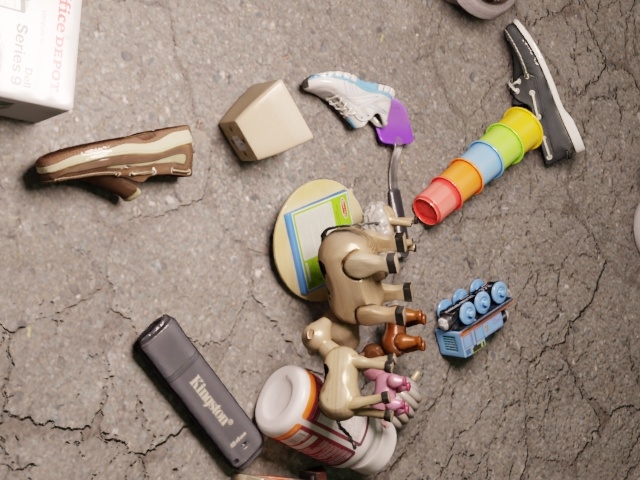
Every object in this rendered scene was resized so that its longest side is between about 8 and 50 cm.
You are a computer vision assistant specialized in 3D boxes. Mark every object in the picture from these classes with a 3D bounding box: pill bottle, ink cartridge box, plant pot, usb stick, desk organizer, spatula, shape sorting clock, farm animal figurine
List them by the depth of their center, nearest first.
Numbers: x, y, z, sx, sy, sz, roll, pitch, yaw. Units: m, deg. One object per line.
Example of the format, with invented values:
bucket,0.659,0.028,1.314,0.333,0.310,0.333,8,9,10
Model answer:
ink cartridge box,-0.472,-0.291,1.426,0.289,0.121,0.211,9,81,-37
usb stick,-0.182,0.235,1.652,0.077,0.045,0.278,-47,114,-32
farm animal figurine,0.054,0.122,1.724,0.330,0.172,0.327,-40,128,-69
plant pot,-0.096,-0.184,1.725,0.096,0.109,0.109,-36,108,-21
pill bottle,0.012,0.297,1.749,0.221,0.121,0.121,32,67,-32
desk organizer,0.004,0.441,1.778,0.050,0.047,0.130,-6,90,-40
shape sorting clock,0.000,0.000,1.816,0.206,0.040,0.206,-5,99,-37
spatula,0.136,-0.115,1.939,0.084,0.030,0.297,-3,88,-35

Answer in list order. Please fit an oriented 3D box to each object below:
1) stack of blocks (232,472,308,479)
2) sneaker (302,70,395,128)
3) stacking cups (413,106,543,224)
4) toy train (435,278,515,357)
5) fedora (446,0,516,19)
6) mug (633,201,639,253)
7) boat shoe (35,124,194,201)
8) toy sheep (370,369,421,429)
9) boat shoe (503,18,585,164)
stack of blocks,-0.064,0.525,1.691,0.171,0.087,0.297,14,77,-36
sneaker,0.051,-0.238,1.857,0.190,0.071,0.083,9,80,-34
stacking cups,0.290,-0.138,2.037,0.316,0.096,0.096,-37,108,-28
toy train,0.288,0.142,2.009,0.184,0.080,0.105,-27,111,-38
fedora,0.278,-0.554,2.029,0.243,0.124,0.276,-34,115,-32
mug,0.828,-0.072,2.284,0.276,0.328,0.374,-48,113,-31
boat shoe,-0.288,-0.103,1.573,0.257,0.095,0.095,-17,102,-38
toy sheep,0.130,0.276,1.866,0.091,0.091,0.132,44,80,-26
boat shoe,0.424,-0.289,2.134,0.303,0.091,0.114,61,11,-10
